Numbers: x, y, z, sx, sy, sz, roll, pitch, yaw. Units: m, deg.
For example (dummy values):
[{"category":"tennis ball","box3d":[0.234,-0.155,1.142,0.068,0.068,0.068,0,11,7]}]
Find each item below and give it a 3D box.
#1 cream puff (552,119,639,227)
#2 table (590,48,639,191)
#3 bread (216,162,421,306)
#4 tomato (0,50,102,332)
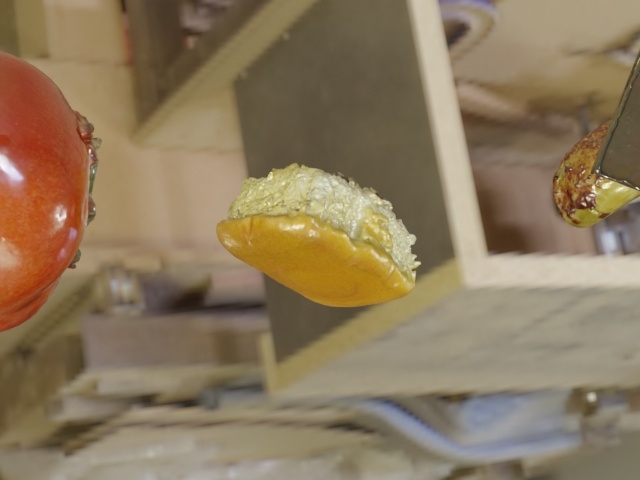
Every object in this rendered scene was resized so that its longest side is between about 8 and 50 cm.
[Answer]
[{"category":"cream puff","box3d":[0.294,-0.075,1.716,0.149,0.084,0.149,-34,173,-5]},{"category":"table","box3d":[0.370,-0.094,1.349,0.250,0.196,0.282,21,-176,10]},{"category":"bread","box3d":[0.000,0.000,2.039,0.174,0.121,0.245,-13,153,34]},{"category":"tomato","box3d":[-0.398,-0.057,1.832,0.321,0.321,0.321,-8,162,-3]}]
